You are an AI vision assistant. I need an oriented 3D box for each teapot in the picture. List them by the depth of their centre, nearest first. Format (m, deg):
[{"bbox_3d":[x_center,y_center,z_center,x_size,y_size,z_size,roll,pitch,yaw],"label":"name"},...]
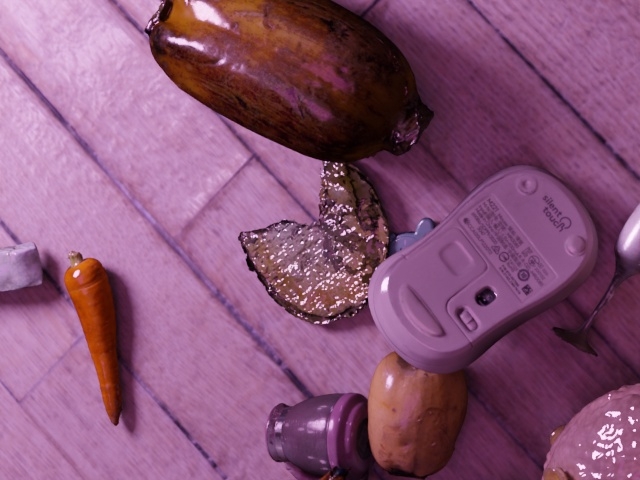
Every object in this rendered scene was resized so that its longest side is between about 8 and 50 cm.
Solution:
[{"bbox_3d":[0.004,0.265,1.868,0.146,0.148,0.116,0,60,29],"label":"teapot"}]

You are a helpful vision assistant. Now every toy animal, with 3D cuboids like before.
[{"bbox_3d":[0.393,0.288,1.688,0.226,0.188,0.358,42,114,6],"label":"toy animal"}]

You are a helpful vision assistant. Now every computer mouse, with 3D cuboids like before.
[{"bbox_3d":[0.200,0.043,1.744,0.297,0.121,0.184,-40,78,-10],"label":"computer mouse"}]

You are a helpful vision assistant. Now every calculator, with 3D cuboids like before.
[{"bbox_3d":[0.152,0.017,1.824,0.141,0.019,0.094,4,100,17],"label":"calculator"}]

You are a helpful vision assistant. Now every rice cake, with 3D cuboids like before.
[{"bbox_3d":[-0.552,0.053,2.029,0.336,0.063,0.066,-9,104,17],"label":"rice cake"}]

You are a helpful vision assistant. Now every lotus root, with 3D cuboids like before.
[{"bbox_3d":[-0.040,-0.220,1.771,0.397,0.179,0.196,29,106,13],"label":"lotus root"},{"bbox_3d":[0.125,0.203,1.800,0.118,0.125,0.221,17,102,45],"label":"lotus root"}]

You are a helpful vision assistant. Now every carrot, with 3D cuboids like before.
[{"bbox_3d":[-0.306,0.135,1.965,0.061,0.061,0.257,-12,98,18],"label":"carrot"}]

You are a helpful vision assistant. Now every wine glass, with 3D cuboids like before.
[{"bbox_3d":[0.383,0.022,1.728,0.074,0.074,0.262,34,103,11],"label":"wine glass"}]

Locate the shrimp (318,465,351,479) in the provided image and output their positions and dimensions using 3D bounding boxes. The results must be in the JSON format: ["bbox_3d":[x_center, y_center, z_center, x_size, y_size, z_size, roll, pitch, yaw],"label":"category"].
[{"bbox_3d":[0.073,0.384,1.795,0.290,0.054,0.222,-19,94,-23],"label":"shrimp"}]

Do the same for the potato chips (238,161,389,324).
[{"bbox_3d":[0.002,0.000,1.863,0.202,0.029,0.220,39,110,16],"label":"potato chips"}]
